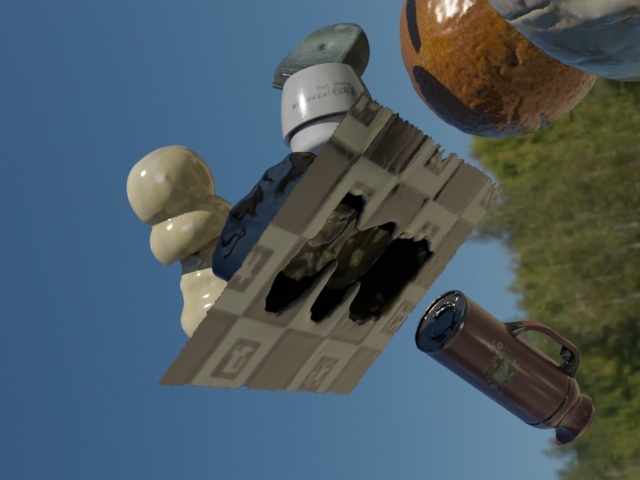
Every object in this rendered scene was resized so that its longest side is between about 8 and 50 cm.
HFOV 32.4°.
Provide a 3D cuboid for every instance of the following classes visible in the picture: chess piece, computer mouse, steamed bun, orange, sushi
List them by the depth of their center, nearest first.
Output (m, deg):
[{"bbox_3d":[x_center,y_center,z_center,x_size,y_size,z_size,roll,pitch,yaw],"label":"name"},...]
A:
[{"bbox_3d":[0.000,0.000,1.061,0.100,0.296,0.373,41,-169,27],"label":"sushi"},{"bbox_3d":[0.332,-0.305,1.226,0.384,0.247,0.236,26,-116,-26],"label":"steamed bun"},{"bbox_3d":[-0.169,0.011,1.549,0.299,0.167,0.167,60,-161,-3],"label":"chess piece"},{"bbox_3d":[0.008,-0.245,1.585,0.229,0.113,0.068,-57,-39,-51],"label":"computer mouse"},{"bbox_3d":[0.285,-0.332,1.741,0.357,0.322,0.322,-93,-14,-61],"label":"orange"}]

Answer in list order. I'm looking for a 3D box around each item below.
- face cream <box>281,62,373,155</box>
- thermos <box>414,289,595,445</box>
[{"bbox_3d":[0.010,-0.146,1.316,0.117,0.117,0.104,33,-138,-68],"label":"face cream"},{"bbox_3d":[0.310,0.198,1.726,0.330,0.109,0.136,36,-113,-21],"label":"thermos"}]
